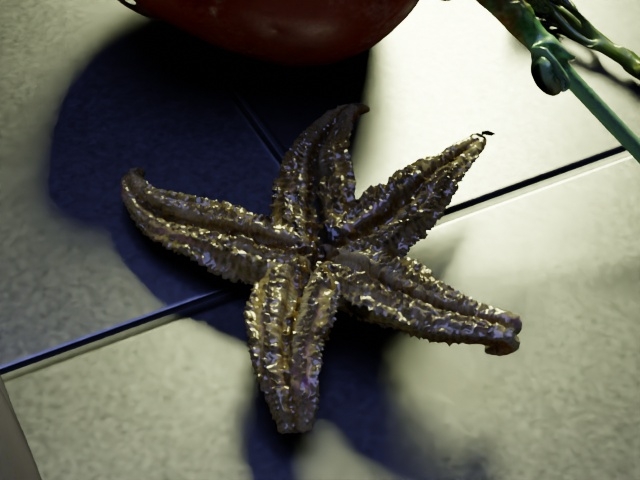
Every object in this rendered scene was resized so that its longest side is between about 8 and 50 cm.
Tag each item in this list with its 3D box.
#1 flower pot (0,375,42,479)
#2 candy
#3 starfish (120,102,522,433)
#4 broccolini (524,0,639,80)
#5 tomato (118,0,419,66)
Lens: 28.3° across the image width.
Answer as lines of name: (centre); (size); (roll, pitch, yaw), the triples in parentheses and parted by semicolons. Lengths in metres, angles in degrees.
flower pot: (-0.235, 0.072, 0.448); (0.265, 0.243, 0.265); (1, 49, -2)
candy: (0.123, -0.101, 0.694); (0.287, 0.084, 0.078); (47, 56, -7)
starfish: (0.000, 0.001, 0.667); (0.241, 0.043, 0.227); (19, 46, 18)
broccolini: (0.180, -0.132, 0.814); (0.030, 0.035, 0.140); (-33, 58, -26)
tomato: (-0.037, -0.180, 0.803); (0.228, 0.101, 0.228); (7, 40, -6)
